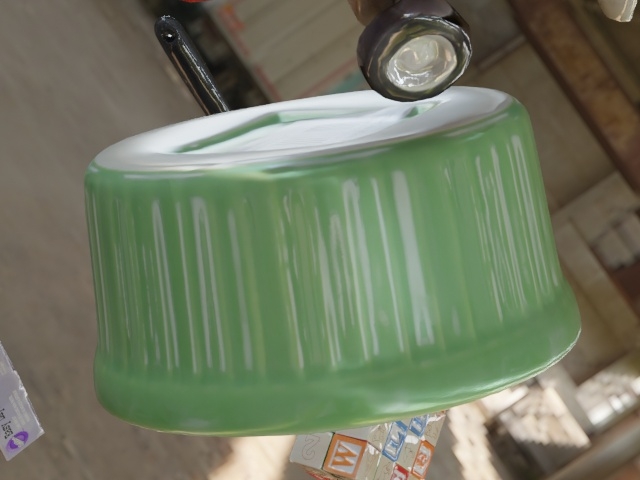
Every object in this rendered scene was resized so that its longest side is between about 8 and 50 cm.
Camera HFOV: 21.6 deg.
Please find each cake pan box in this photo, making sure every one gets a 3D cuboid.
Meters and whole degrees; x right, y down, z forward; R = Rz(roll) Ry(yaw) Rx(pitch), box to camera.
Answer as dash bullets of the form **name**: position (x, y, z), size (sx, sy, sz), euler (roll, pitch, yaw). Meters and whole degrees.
- **cake pan box**: position (-0.462, 0.124, 2.076), size (0.246, 0.070, 0.267), euler (42, -21, 29)

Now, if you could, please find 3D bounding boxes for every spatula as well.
- **spatula**: position (-0.094, -0.106, 1.750), size (0.296, 0.084, 0.030), euler (60, 17, -20)

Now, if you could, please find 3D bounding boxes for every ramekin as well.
- **ramekin**: position (0.000, 0.000, 1.026), size (0.303, 0.303, 0.148), euler (-110, -168, -78)

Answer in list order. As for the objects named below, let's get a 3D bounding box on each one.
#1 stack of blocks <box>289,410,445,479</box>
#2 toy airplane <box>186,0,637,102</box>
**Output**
- **stack of blocks**: position (0.084, 0.147, 1.935), size (0.087, 0.297, 0.171), euler (12, -17, 30)
- **toy airplane**: position (0.122, -0.266, 0.787), size (0.386, 0.384, 0.272), euler (11, -26, 32)
